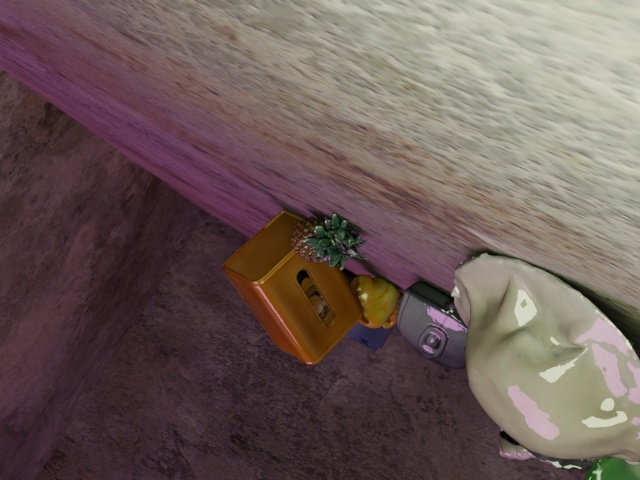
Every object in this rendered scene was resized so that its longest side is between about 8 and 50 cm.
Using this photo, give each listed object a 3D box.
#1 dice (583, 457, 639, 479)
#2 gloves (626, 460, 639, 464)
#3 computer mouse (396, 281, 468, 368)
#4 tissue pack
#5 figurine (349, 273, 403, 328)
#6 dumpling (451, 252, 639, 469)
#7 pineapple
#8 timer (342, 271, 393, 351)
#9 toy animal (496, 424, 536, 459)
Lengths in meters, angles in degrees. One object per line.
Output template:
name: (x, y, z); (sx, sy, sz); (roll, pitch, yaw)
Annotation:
dice: (0.581, 0.471, 1.068); (0.300, 0.297, 0.287); (29, 172, 36)
gloves: (0.346, 0.202, 0.812); (0.097, 0.119, 0.229); (64, -169, -7)
computer mouse: (0.240, 0.178, 1.297); (0.188, 0.121, 0.371); (30, 171, 15)
tissue pack: (-0.051, 0.107, 1.417); (0.145, 0.194, 0.274); (25, 152, 50)
figurine: (0.140, 0.156, 1.620); (0.156, 0.131, 0.246); (-17, 161, 28)
dumpling: (0.227, 0.130, 0.694); (0.293, 0.163, 0.204); (42, -173, 40)
pineapple: (0.001, -0.001, 1.138); (0.103, 0.083, 0.221); (33, 172, -18)
timer: (0.046, 0.187, 2.119); (0.395, 0.173, 0.395); (30, 176, 3)
toy animal: (0.427, 0.330, 1.298); (0.156, 0.208, 0.204); (3, 165, 15)
